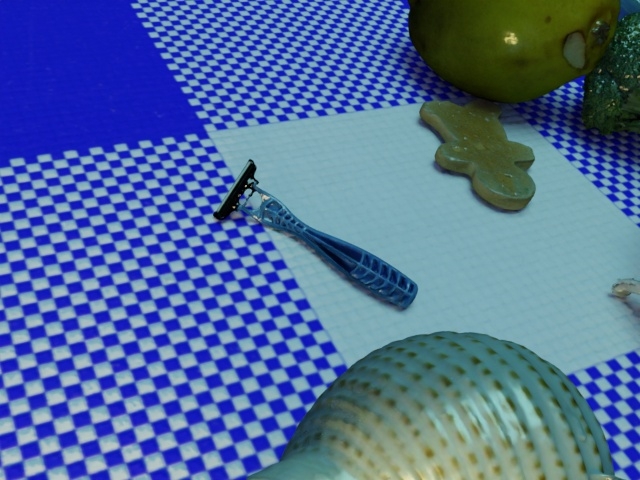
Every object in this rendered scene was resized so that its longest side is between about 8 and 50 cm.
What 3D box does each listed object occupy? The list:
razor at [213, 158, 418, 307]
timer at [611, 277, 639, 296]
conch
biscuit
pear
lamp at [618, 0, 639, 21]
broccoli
[{"bbox_3d":[0.000,0.000,0.864,0.253,0.042,0.082,30,87,17],"label":"razor"},{"bbox_3d":[0.419,0.094,0.785,0.175,0.175,0.266,-1,40,-15],"label":"timer"},{"bbox_3d":[0.072,0.228,0.519,0.319,0.215,0.303,-30,44,1],"label":"conch"},{"bbox_3d":[0.228,-0.125,1.064,0.153,0.030,0.234,-5,46,-18],"label":"biscuit"},{"bbox_3d":[0.282,-0.347,1.144,0.321,0.269,0.269,15,37,35],"label":"pear"},{"bbox_3d":[0.634,-0.416,1.391,0.209,0.147,0.284,1,35,-10],"label":"lamp"},{"bbox_3d":[0.528,-0.238,1.135,0.241,0.269,0.261,48,18,-12],"label":"broccoli"}]
